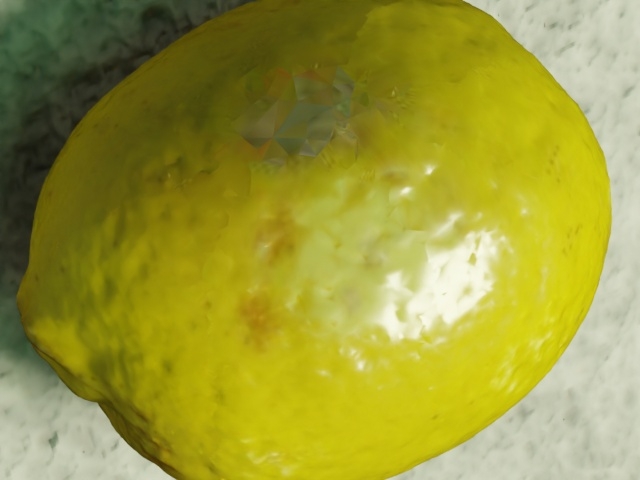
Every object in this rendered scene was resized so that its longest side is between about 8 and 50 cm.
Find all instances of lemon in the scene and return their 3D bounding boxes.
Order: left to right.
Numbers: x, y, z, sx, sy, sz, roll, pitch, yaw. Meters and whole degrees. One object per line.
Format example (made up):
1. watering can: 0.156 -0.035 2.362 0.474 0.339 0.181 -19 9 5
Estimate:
1. lemon: 0.000 0.000 0.646 0.207 0.170 0.170 -30 119 -14
